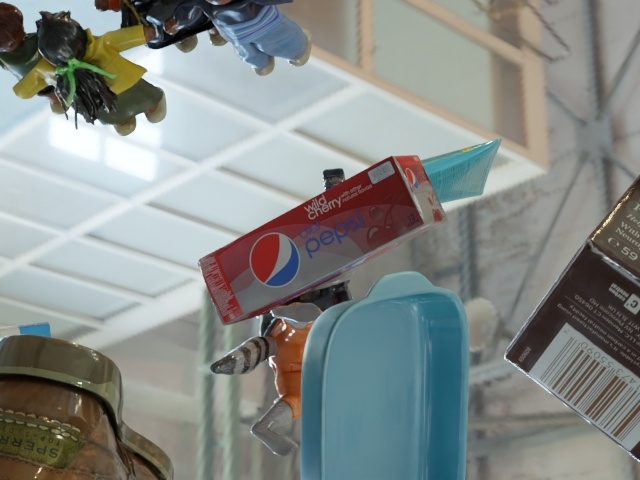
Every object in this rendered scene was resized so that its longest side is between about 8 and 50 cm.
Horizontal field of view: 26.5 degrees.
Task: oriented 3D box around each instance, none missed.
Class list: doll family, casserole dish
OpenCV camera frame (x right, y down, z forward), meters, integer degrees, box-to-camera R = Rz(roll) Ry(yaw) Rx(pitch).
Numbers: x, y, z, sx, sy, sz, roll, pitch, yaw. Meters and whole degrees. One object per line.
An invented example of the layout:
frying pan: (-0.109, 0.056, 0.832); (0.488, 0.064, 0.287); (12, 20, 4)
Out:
doll family: (-0.092, -0.107, 0.705); (0.193, 0.111, 0.076); (-25, -114, 9)
casserole dish: (0.033, 0.108, 0.768); (0.037, 0.114, 0.188); (12, -74, 47)

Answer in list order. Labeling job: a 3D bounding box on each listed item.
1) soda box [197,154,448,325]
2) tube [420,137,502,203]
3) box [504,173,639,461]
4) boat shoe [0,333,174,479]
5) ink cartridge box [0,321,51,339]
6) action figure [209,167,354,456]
soda box: (0.000, 0.000, 1.486); (0.263, 0.092, 0.083); (-27, -96, 21)
tube: (0.134, -0.070, 1.604); (0.052, 0.207, 0.080); (46, -48, 32)
box: (0.299, 0.052, 1.188); (0.168, 0.203, 0.167); (37, -45, 11)
boat shoe: (-0.173, 0.166, 0.909); (0.110, 0.307, 0.104); (6, -115, 9)
ink cartridge box: (-0.348, 0.162, 1.297); (0.086, 0.203, 0.148); (-7, -92, 32)
action figure: (-0.037, 0.081, 1.821); (0.330, 0.178, 0.341); (-74, 162, -73)
